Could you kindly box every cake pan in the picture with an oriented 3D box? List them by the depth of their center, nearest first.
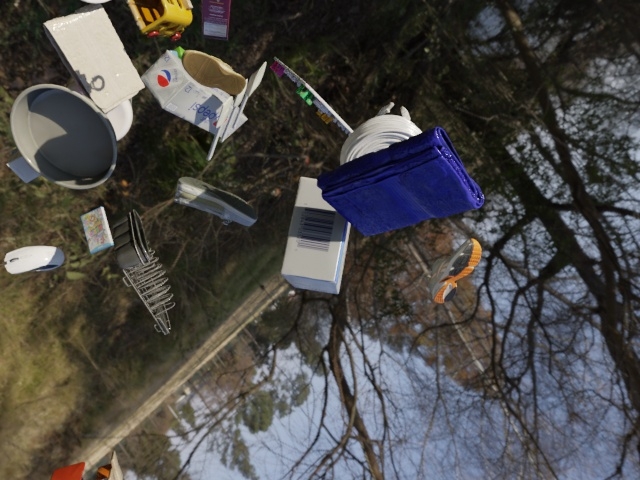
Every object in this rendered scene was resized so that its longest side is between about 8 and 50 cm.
[{"bbox_3d":[-0.704,-0.288,1.197,0.293,0.293,0.054,-38,-160,23],"label":"cake pan"}]

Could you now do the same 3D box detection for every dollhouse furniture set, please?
[{"bbox_3d":[-0.667,0.665,1.089,0.261,0.135,0.259,-11,-164,-17],"label":"dollhouse furniture set"}]

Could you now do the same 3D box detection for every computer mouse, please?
[{"bbox_3d":[-0.779,0.048,1.114,0.192,0.106,0.042,-12,159,-27],"label":"computer mouse"}]

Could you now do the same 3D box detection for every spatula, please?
[{"bbox_3d":[-0.196,-0.285,0.973,0.168,0.019,0.242,-63,-169,-29],"label":"spatula"}]

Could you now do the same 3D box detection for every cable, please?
[{"bbox_3d":[0.186,-0.229,1.233,0.257,0.257,0.089,-32,-146,24],"label":"cable"}]

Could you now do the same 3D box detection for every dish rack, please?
[{"bbox_3d":[-0.408,0.084,1.018,0.074,0.272,0.208,-24,-144,-13],"label":"dish rack"}]

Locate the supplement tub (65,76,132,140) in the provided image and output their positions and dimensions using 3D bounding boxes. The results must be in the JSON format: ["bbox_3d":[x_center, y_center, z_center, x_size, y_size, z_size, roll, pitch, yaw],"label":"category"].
[{"bbox_3d":[-0.846,-0.525,1.634,0.235,0.235,0.325,-37,-141,1],"label":"supplement tub"}]

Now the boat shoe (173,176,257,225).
[{"bbox_3d":[-0.388,-0.129,1.589,0.118,0.320,0.103,-75,-171,-68],"label":"boat shoe"}]

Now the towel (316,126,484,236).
[{"bbox_3d":[0.165,-0.101,0.926,0.308,0.227,0.076,-15,-134,38],"label":"towel"}]

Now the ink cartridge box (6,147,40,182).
[{"bbox_3d":[-0.837,-0.290,1.337,0.231,0.078,0.134,-33,-141,-6],"label":"ink cartridge box"}]

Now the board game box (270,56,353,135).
[{"bbox_3d":[-0.014,-0.555,1.762,0.050,0.390,0.390,-46,132,11],"label":"board game box"}]

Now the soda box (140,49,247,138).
[{"bbox_3d":[-0.298,-0.345,1.054,0.091,0.098,0.286,-39,170,12],"label":"soda box"}]

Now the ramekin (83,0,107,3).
[{"bbox_3d":[-0.633,-0.796,1.137,0.273,0.127,0.273,-55,171,-14],"label":"ramekin"}]

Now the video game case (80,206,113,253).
[{"bbox_3d":[-0.927,-0.041,1.774,0.119,0.167,0.015,-19,175,17],"label":"video game case"}]

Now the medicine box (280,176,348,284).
[{"bbox_3d":[0.000,0.000,1.213,0.289,0.149,0.264,72,28,-77],"label":"medicine box"}]

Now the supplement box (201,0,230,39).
[{"bbox_3d":[-0.305,-0.696,1.246,0.080,0.104,0.188,1,161,-15],"label":"supplement box"}]

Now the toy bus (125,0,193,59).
[{"bbox_3d":[-0.351,-0.534,0.990,0.104,0.202,0.191,-18,152,19],"label":"toy bus"}]

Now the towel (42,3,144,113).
[{"bbox_3d":[-0.681,-0.554,1.314,0.187,0.049,0.282,-49,141,-31],"label":"towel"}]

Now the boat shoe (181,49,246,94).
[{"bbox_3d":[-0.191,-0.295,0.747,0.050,0.045,0.135,-53,152,15],"label":"boat shoe"}]

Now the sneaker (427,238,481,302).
[{"bbox_3d":[0.440,0.086,1.469,0.099,0.121,0.263,10,124,-26],"label":"sneaker"}]
